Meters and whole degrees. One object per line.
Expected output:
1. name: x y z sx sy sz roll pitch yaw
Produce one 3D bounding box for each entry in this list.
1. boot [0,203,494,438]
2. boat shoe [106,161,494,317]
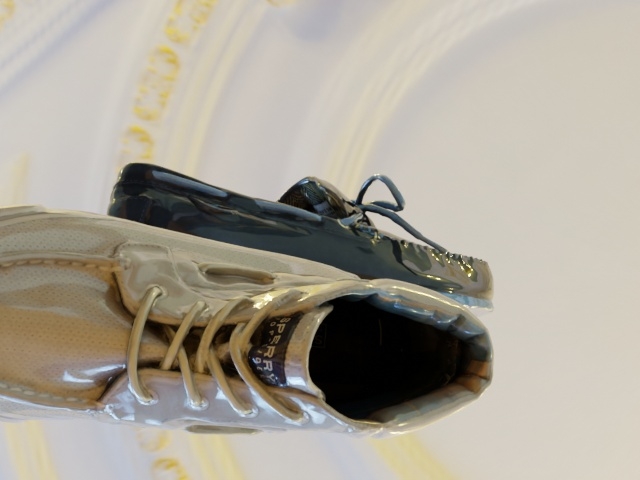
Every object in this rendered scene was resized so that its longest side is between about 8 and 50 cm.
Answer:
1. boot: -0.048 0.035 0.671 0.123 0.258 0.095 2 -90 52
2. boat shoe: 0.000 0.000 0.934 0.109 0.258 0.089 -23 -115 45
